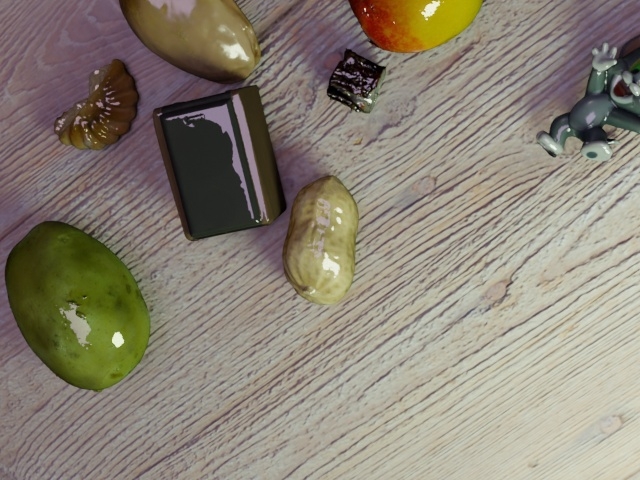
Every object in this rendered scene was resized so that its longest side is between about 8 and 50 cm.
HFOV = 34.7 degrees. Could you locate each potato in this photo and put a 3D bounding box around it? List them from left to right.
[{"bbox_3d":[-0.424,0.114,1.790,0.216,0.216,0.304,-39,78,11],"label":"potato"}]

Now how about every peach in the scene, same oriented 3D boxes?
[{"bbox_3d":[0.147,-0.412,1.634,0.231,0.231,0.230,1,97,9],"label":"peach"}]

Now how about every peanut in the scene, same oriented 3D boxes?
[{"bbox_3d":[0.000,0.000,1.745,0.129,0.129,0.224,4,95,9],"label":"peanut"}]

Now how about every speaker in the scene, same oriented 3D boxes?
[{"bbox_3d":[-0.165,-0.131,1.727,0.153,0.192,0.230,-12,99,9],"label":"speaker"}]

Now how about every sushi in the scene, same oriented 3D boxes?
[{"bbox_3d":[0.061,-0.264,1.717,0.084,0.098,0.094,25,95,3],"label":"sushi"}]

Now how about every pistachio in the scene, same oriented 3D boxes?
[{"bbox_3d":[-0.225,-0.368,1.732,0.213,0.163,0.260,-15,118,48],"label":"pistachio"}]

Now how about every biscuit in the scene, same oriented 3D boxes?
[{"bbox_3d":[-0.391,-0.230,1.815,0.118,0.061,0.183,43,101,1],"label":"biscuit"}]

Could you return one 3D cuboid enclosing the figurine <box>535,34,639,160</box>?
[{"bbox_3d":[0.486,-0.207,1.640,0.265,0.140,0.193,-44,65,23],"label":"figurine"}]
